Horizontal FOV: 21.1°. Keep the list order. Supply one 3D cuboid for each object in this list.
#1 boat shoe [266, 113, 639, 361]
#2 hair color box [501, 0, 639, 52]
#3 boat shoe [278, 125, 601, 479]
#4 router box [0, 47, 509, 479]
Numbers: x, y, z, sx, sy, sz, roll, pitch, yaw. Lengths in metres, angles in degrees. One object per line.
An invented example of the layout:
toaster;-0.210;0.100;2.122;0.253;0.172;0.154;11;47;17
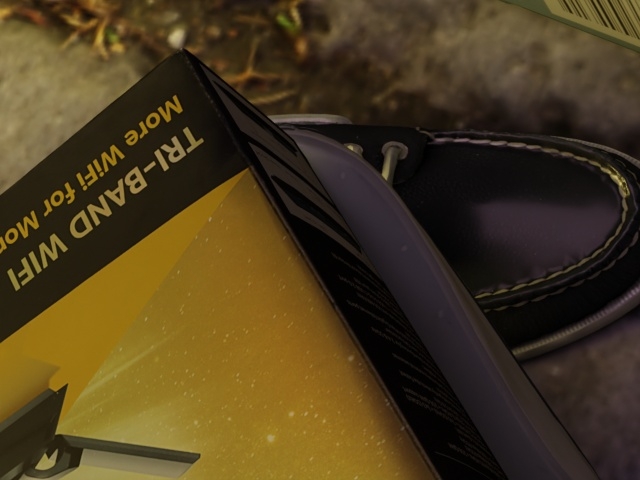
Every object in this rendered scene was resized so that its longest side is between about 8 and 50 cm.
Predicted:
boat shoe;0.000;0.000;0.760;0.303;0.091;0.114;-9;69;19
hair color box;0.217;-0.259;0.747;0.185;0.113;0.374;27;85;27
boat shoe;0.052;0.122;0.681;0.136;0.156;0.367;-32;93;5
router box;-0.090;0.130;0.519;0.309;0.081;0.243;-39;57;10
